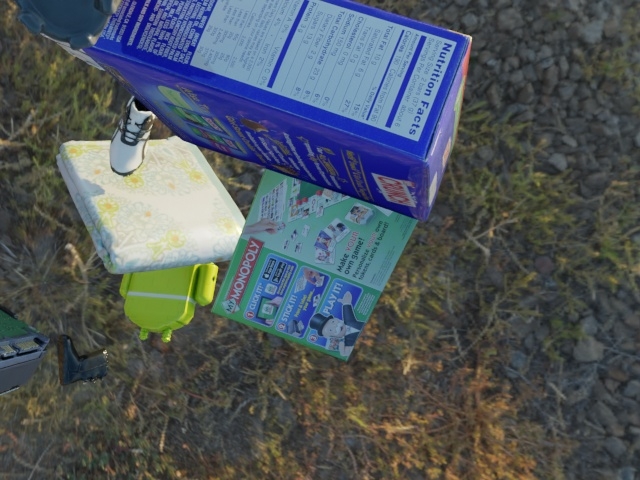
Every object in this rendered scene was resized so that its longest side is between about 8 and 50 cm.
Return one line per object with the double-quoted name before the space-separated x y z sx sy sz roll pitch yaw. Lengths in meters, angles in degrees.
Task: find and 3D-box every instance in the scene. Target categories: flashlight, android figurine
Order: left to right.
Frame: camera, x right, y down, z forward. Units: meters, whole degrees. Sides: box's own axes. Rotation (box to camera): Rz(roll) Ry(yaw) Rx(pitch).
"flashlight" -0.195 -0.247 0.574 0.103 0.304 0.103 22 119 -25
"android figurine" -0.364 0.103 1.599 0.248 0.056 0.273 1 71 19

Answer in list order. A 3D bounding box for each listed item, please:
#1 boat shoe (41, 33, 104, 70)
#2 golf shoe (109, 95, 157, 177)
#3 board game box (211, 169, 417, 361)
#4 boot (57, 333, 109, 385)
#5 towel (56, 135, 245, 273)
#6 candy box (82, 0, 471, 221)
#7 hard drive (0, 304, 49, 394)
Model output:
"boat shoe" -0.364 -0.339 1.166 0.258 0.084 0.095 29 88 8
"golf shoe" -0.373 -0.226 1.347 0.077 0.094 0.198 19 83 -5
"board game box" 0.000 0.000 0.929 0.213 0.046 0.317 22 115 -5
"boot" -0.503 0.249 1.442 0.099 0.045 0.121 -8 105 -38
"towel" -0.358 -0.084 1.457 0.320 0.090 0.374 -10 50 -37
"candy box" -0.024 -0.141 0.672 0.317 0.268 0.122 21 84 11
"hard drive" -0.424 0.032 0.571 0.338 0.237 0.064 30 87 1
